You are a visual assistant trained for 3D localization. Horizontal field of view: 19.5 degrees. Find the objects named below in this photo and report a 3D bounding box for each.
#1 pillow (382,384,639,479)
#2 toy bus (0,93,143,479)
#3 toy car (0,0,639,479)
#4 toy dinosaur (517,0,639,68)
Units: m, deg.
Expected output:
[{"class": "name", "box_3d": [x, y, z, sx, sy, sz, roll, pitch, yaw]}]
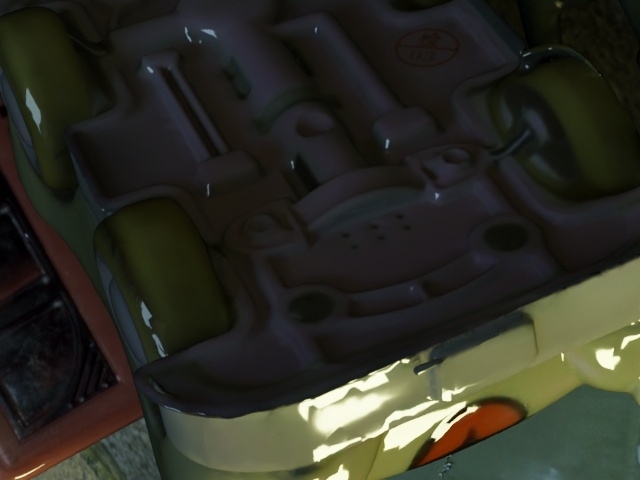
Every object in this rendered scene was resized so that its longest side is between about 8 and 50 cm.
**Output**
[{"class": "pillow", "box_3d": [0.064, 0.141, 0.984, 0.312, 0.119, 0.310, 4, 90, 48]}, {"class": "toy bus", "box_3d": [-0.228, -0.068, 1.101, 0.427, 0.233, 0.203, 61, 156, -3]}, {"class": "toy car", "box_3d": [0.000, 0.000, 0.862, 0.226, 0.242, 0.336, 81, 162, -44]}, {"class": "toy dinosaur", "box_3d": [0.118, -0.159, 0.821, 0.188, 0.075, 0.247, 62, 158, -7]}]
